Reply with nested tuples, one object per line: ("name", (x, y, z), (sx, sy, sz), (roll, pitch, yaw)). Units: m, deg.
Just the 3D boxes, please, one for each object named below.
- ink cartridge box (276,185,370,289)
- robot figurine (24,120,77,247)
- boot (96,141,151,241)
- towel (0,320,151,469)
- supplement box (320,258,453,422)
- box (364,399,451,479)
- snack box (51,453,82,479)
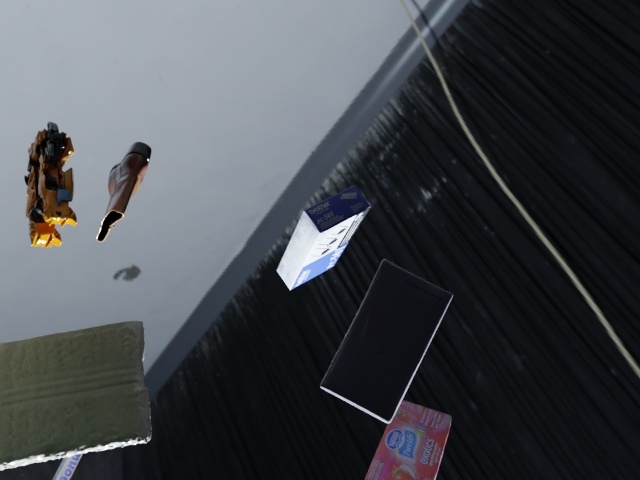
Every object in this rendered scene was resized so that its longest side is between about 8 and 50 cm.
("ink cartridge box", (0.000, 0.000, 1.024), (0.097, 0.046, 0.207), (-28, 164, -27))
("robot figurine", (-0.656, -0.140, 1.579), (0.085, 0.290, 0.211), (11, 146, -39))
("boot", (-0.569, -0.105, 1.845), (0.096, 0.280, 0.264), (29, 137, -27))
("towel", (-0.396, 0.233, 0.972), (0.283, 0.187, 0.049), (-9, 164, -1))
("supplement box", (0.070, 0.099, 0.678), (0.130, 0.073, 0.239), (-63, 171, -3))
("box", (0.169, 0.454, 1.295), (0.257, 0.123, 0.128), (-48, 151, -58))
("snack box", (-0.426, 0.382, 1.090), (0.022, 0.178, 0.064), (33, 129, -15))
